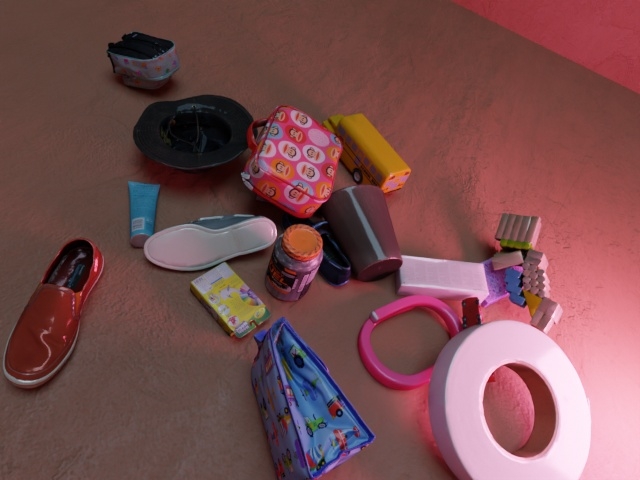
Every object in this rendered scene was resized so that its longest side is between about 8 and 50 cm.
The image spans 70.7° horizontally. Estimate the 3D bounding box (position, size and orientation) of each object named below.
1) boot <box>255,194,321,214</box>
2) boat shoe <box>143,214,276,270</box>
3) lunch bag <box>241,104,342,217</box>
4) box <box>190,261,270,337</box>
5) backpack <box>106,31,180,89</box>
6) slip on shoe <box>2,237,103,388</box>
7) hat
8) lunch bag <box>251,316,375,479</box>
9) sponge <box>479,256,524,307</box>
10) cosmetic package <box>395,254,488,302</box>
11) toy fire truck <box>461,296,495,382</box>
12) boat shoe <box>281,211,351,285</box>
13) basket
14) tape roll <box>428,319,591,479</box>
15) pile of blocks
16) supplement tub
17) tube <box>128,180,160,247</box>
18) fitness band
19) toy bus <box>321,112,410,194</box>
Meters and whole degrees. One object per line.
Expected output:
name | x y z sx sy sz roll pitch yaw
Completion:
boot | -0.074 -0.166 1.329 0.208 0.076 0.190 12 49 -1
boat shoe | -0.274 -0.003 1.135 0.319 0.116 0.099 -11 18 -18
lunch bag | -0.083 -0.226 1.211 0.258 0.120 0.293 29 49 -16
box | -0.210 0.144 1.060 0.105 0.043 0.179 -33 67 -35
backpack | -0.538 -0.560 1.409 0.188 0.144 0.166 11 46 20
slip on shoe | -0.542 0.132 0.923 0.123 0.101 0.331 15 52 -9
hat | -0.344 -0.270 1.274 0.331 0.134 0.331 5 50 -6
lunch bag | -0.060 0.306 0.871 0.138 0.221 0.293 -19 62 -29
sponge | 0.518 0.110 1.330 0.210 0.031 0.117 -18 61 -29
cosmetic package | 0.327 0.107 1.233 0.239 0.060 0.099 7 53 -4
toy fire truck | 0.400 0.249 1.149 0.047 0.135 0.192 -14 24 22
boat shoe | 0.000 0.000 1.206 0.258 0.089 0.109 44 53 16
basket | 0.124 -0.016 1.225 0.204 0.154 0.227 -5 60 -27
tape roll | 0.425 0.373 1.004 0.392 0.072 0.392 7 70 -19
pile of blocks | 0.586 0.097 1.293 0.112 0.149 0.362 36 47 -48
supplement tub | -0.063 0.053 1.080 0.117 0.190 0.117 9 51 -11
tube | -0.451 -0.077 1.147 0.080 0.052 0.207 7 48 -25
fitness band | 0.231 0.246 1.120 0.290 0.054 0.209 -17 62 -27
toy bus | 0.135 -0.289 1.442 0.108 0.130 0.333 -20 63 -30
